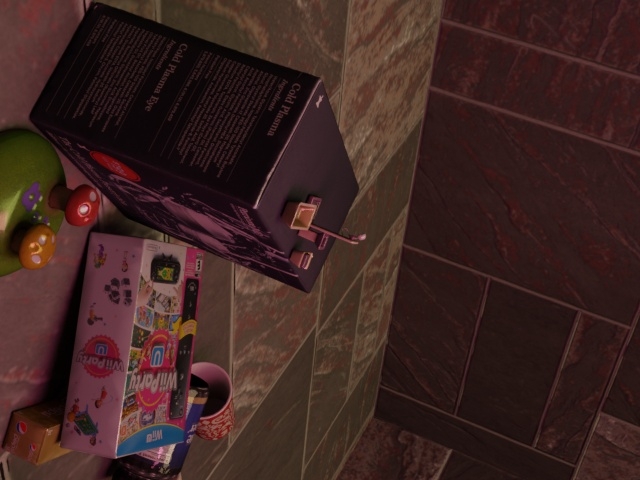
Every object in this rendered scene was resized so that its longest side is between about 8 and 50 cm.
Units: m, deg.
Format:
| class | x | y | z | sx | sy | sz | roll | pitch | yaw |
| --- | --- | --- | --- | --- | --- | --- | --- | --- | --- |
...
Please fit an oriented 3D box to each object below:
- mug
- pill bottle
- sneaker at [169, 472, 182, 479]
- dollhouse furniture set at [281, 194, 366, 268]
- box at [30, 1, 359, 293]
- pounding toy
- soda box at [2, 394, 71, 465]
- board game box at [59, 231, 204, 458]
| class | x | y | z | sx | sy | sz | roll | pitch | yaw |
| --- | --- | --- | --- | --- | --- | --- | --- | --- | --- |
| mug | -0.235 | 0.319 | 1.931 | 0.169 | 0.150 | 0.113 | 86 | -7 | -63 |
| pill bottle | -0.281 | 0.332 | 1.721 | 0.219 | 0.122 | 0.123 | -70 | 163 | 1 |
| sneaker | -0.345 | 0.545 | 1.751 | 0.350 | 0.131 | 0.148 | -46 | 147 | -54 |
| dollhouse furniture set | 0.000 | 0.000 | 1.199 | 0.091 | 0.081 | 0.114 | -69 | 163 | 5 |
| box | -0.143 | -0.108 | 1.307 | 0.179 | 0.312 | 0.343 | -65 | 162 | -14 |
| pounding toy | -0.336 | -0.032 | 1.142 | 0.237 | 0.110 | 0.183 | 31 | 79 | -73 |
| soda box | -0.375 | 0.268 | 1.452 | 0.058 | 0.061 | 0.181 | -71 | 164 | 8 |
| board game box | -0.269 | 0.151 | 1.478 | 0.224 | 0.097 | 0.303 | 17 | 80 | -72 |
